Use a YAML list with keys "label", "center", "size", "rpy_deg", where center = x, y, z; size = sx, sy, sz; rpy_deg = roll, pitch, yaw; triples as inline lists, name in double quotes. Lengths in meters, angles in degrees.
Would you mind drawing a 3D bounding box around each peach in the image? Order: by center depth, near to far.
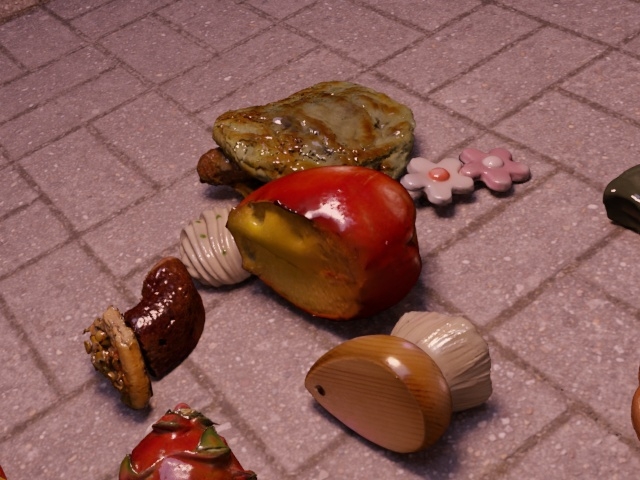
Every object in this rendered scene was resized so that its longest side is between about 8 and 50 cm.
- label: "peach"
  center: [0.000, 0.000, 1.464]
  size: [0.338, 0.281, 0.281]
  rpy_deg: [-3, 42, 7]

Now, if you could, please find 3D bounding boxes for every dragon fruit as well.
- label: "dragon fruit"
  center: [-0.153, 0.353, 1.166]
  size: [0.269, 0.198, 0.200]
  rpy_deg: [25, 97, 34]

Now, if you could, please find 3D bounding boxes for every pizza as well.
- label: "pizza"
  center: [-0.351, 0.185, 1.446]
  size: [0.069, 0.147, 0.226]
  rpy_deg: [-22, 41, -27]

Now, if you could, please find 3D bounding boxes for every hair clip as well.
- label: "hair clip"
  center: [0.278, -0.124, 1.677]
  size: [0.257, 0.075, 0.146]
  rpy_deg: [-17, 36, -9]

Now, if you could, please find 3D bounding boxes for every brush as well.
- label: "brush"
  center: [0.109, 0.199, 1.303]
  size: [0.266, 0.174, 0.166]
  rpy_deg: [5, 29, 44]

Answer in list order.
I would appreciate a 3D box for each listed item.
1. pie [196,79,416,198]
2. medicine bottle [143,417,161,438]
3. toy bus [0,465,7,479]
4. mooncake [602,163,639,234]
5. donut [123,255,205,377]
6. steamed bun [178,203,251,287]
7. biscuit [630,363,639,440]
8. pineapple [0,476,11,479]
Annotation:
- label: "pie"
  center: [-0.005, -0.211, 1.774]
  size: [0.395, 0.180, 0.418]
  rpy_deg: [25, 47, 38]
- label: "medicine bottle"
  center: [-0.227, 0.317, 1.307]
  size: [0.058, 0.091, 0.058]
  rpy_deg: [-8, 41, 7]
- label: "toy bus"
  center: [-0.578, 0.367, 1.369]
  size: [0.174, 0.079, 0.077]
  rpy_deg: [12, 39, 28]
- label: "mooncake"
  center: [0.573, -0.049, 1.478]
  size: [0.168, 0.104, 0.175]
  rpy_deg: [-1, 45, 10]
- label: "donut"
  center: [-0.268, 0.124, 1.519]
  size: [0.144, 0.126, 0.186]
  rpy_deg: [32, 58, 32]
- label: "steamed bun"
  center: [-0.189, 0.003, 1.639]
  size: [0.182, 0.106, 0.183]
  rpy_deg: [-8, 40, 7]
- label: "biscuit"
  center: [0.581, 0.249, 1.099]
  size: [0.349, 0.078, 0.455]
  rpy_deg: [4, 45, 15]
- label: "pineapple"
  center: [-0.391, 0.437, 1.205]
  size: [0.164, 0.140, 0.249]
  rpy_deg: [3, 9, -27]
